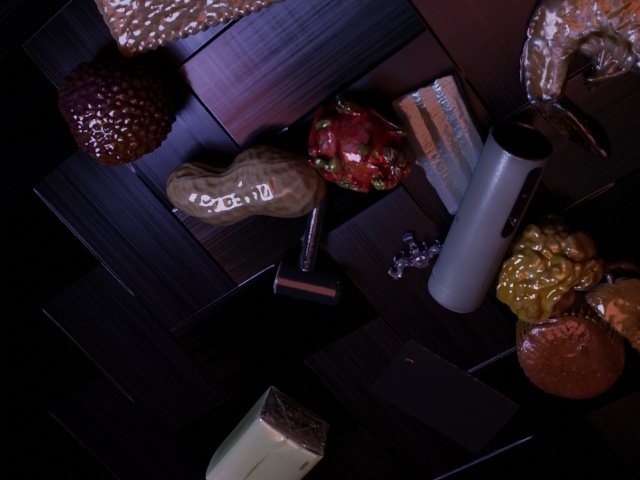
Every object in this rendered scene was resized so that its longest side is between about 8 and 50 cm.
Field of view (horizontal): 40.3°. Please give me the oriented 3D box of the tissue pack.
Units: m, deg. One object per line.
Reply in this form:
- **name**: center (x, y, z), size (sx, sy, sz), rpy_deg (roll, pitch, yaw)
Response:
- **tissue pack**: center (-0.110, 0.443, 1.830), size (0.159, 0.125, 0.234), rpy_deg (35, 119, -8)

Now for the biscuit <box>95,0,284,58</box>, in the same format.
- **biscuit**: center (-0.228, -0.439, 1.411), size (0.324, 0.044, 0.217), rpy_deg (-16, 113, 20)

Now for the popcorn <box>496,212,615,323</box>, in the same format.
- **popcorn**: center (0.379, 0.044, 1.485), size (0.194, 0.140, 0.163), rpy_deg (-47, 62, 49)

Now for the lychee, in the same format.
- **lychee**: center (-0.340, -0.225, 1.482), size (0.188, 0.188, 0.188), rpy_deg (5, 119, 9)

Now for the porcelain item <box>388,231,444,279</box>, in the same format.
- **porcelain item**: center (0.174, 0.016, 1.595), size (0.136, 0.021, 0.075), rpy_deg (-25, 107, 22)

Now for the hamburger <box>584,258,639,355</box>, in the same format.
- **hamburger**: center (0.583, 0.139, 1.519), size (0.262, 0.124, 0.131), rpy_deg (41, 118, -13)

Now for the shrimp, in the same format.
- **shrimp**: center (0.490, -0.216, 1.369), size (0.272, 0.085, 0.445), rpy_deg (-31, 106, 30)

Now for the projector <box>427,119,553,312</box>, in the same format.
- **projector**: center (0.277, -0.032, 1.458), size (0.108, 0.108, 0.338), rpy_deg (18, 128, 2)

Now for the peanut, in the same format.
- **peanut**: center (-0.137, -0.096, 1.537), size (0.298, 0.120, 0.136), rpy_deg (-6, 104, 19)

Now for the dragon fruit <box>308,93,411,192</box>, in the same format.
- **dragon fruit**: center (0.070, -0.155, 1.437), size (0.172, 0.160, 0.167), rpy_deg (20, 149, 23)

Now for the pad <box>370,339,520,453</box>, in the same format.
- **pad**: center (0.249, 0.315, 1.755), size (0.265, 0.009, 0.160), rpy_deg (32, 121, -5)

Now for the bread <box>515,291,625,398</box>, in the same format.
- **bread**: center (0.453, 0.196, 1.589), size (0.199, 0.104, 0.199), rpy_deg (6, 121, 10)

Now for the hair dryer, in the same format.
- **hair dryer**: center (0.000, 0.000, 1.602), size (0.128, 0.070, 0.256), rpy_deg (14, 116, 3)

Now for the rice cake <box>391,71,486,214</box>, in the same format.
- **rice cake**: center (0.219, -0.159, 1.475), size (0.127, 0.043, 0.237), rpy_deg (-24, 111, 23)
